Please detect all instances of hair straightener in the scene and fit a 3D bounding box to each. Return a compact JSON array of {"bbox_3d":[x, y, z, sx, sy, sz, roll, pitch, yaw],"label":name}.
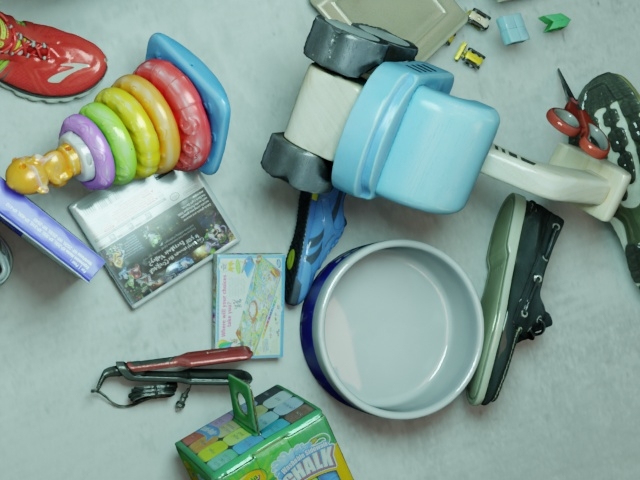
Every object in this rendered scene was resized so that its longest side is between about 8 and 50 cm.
[{"bbox_3d":[-0.207,0.206,1.498,0.230,0.047,0.089,-7,110,-17],"label":"hair straightener"}]

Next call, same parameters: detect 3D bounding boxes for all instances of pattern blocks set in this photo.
[{"bbox_3d":[0.298,-0.475,1.687,0.285,0.026,0.325,-30,95,-37],"label":"pattern blocks set"}]

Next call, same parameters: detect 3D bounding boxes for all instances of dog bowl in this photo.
[{"bbox_3d":[0.106,0.132,1.592,0.265,0.104,0.265,1,87,-18],"label":"dog bowl"}]

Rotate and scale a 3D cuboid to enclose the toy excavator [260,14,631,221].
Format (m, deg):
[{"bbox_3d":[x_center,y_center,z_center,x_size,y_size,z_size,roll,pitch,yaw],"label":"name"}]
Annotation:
[{"bbox_3d":[0.200,-0.125,1.510,0.445,0.433,0.222,28,108,15],"label":"toy excavator"}]

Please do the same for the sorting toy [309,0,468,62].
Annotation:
[{"bbox_3d":[0.103,-0.357,1.649,0.348,0.047,0.196,-44,96,-11],"label":"sorting toy"}]

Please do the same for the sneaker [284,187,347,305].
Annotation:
[{"bbox_3d":[0.000,0.000,1.584,0.082,0.069,0.209,16,82,-21],"label":"sneaker"}]

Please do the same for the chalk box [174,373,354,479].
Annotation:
[{"bbox_3d":[-0.072,0.324,1.459,0.179,0.180,0.289,-29,105,-18],"label":"chalk box"}]

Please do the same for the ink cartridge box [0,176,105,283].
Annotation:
[{"bbox_3d":[-0.375,-0.022,1.383,0.206,0.208,0.045,40,80,-13],"label":"ink cartridge box"}]

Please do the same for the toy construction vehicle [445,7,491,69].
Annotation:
[{"bbox_3d":[0.227,-0.331,1.701,0.098,0.035,0.086,27,90,-9],"label":"toy construction vehicle"}]

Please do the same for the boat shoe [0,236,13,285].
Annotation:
[{"bbox_3d":[-0.541,-0.045,1.383,0.320,0.103,0.118,41,75,-13],"label":"boat shoe"}]

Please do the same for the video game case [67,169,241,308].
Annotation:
[{"bbox_3d":[-0.237,-0.024,1.529,0.190,0.022,0.173,-34,97,-18],"label":"video game case"}]

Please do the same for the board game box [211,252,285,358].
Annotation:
[{"bbox_3d":[-0.105,0.095,1.552,0.103,0.026,0.154,0,95,-19],"label":"board game box"}]

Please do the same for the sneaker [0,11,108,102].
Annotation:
[{"bbox_3d":[-0.423,-0.260,1.428,0.279,0.118,0.107,12,84,-18],"label":"sneaker"}]

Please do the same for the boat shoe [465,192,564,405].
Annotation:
[{"bbox_3d":[0.309,0.100,1.652,0.113,0.127,0.340,16,71,-8],"label":"boat shoe"}]

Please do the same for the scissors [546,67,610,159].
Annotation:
[{"bbox_3d":[0.400,-0.199,1.641,0.109,0.297,0.021,32,117,-1],"label":"scissors"}]

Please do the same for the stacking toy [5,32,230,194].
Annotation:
[{"bbox_3d":[-0.279,-0.129,1.397,0.302,0.166,0.175,-32,67,-34],"label":"stacking toy"}]

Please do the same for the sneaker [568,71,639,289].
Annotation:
[{"bbox_3d":[0.549,-0.089,1.766,0.182,0.158,0.410,-26,94,-49],"label":"sneaker"}]
